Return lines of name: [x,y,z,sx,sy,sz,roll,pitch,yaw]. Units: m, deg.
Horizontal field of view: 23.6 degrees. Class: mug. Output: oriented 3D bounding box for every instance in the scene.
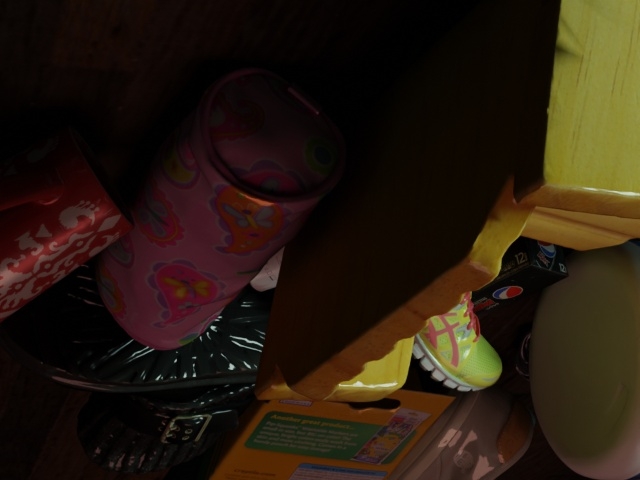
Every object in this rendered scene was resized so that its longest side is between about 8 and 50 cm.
mug: [-0.229,0.001,1.115,0.169,0.113,0.150,-32,-167,-1]

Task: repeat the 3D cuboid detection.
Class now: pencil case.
pencil case: [-0.085,-0.019,1.187,0.124,0.124,0.284,3,153,-23]

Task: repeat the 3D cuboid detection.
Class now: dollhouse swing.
dollhouse swing: [0.183,-0.005,1.120,0.305,0.315,0.347,27,141,-20]

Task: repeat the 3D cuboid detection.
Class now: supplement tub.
supplement tub: [0.387,0.118,1.484,0.316,0.228,0.228,4,152,-24]

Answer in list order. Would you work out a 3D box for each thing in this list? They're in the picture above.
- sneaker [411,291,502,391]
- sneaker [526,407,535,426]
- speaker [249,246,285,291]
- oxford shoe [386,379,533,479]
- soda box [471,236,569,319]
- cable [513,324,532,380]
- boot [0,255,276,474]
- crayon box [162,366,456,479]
sneaker: [0.110,0.054,1.374,0.094,0.081,0.208,-34,117,19]
sneaker: [0.195,0.241,1.900,0.170,0.051,0.089,-14,155,22]
speaker: [0.000,0.000,1.318,0.136,0.055,0.055,-18,153,20]
oxford shoe: [0.113,0.299,1.819,0.130,0.169,0.449,29,139,-5]
soda box: [0.149,0.037,1.444,0.060,0.053,0.169,16,146,-42]
cable: [0.299,0.110,1.668,0.184,0.047,0.150,-23,156,22]
boot: [-0.183,0.122,1.429,0.348,0.131,0.260,10,149,-34]
crayon box: [-0.021,0.221,1.673,0.203,0.083,0.323,11,135,-26]
